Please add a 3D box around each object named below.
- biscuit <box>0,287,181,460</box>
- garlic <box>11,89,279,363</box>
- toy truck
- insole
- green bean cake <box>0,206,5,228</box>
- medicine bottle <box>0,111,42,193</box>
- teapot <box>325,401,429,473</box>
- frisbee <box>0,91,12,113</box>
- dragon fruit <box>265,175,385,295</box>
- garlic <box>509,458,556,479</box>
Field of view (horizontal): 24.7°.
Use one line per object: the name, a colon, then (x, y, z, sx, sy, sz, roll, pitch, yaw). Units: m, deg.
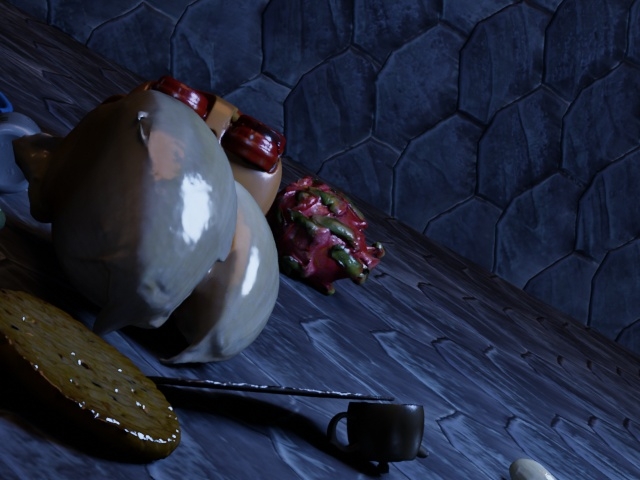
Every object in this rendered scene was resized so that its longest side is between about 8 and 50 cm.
biscuit: (-0.186, 0.103, 1.115, 0.188, 0.027, 0.188, 38, 7, -6)
garlic: (-0.164, -0.008, 1.438, 0.249, 0.286, 0.313, -23, 29, -22)
toy truck: (-0.189, -0.113, 2.000, 0.265, 0.189, 0.239, 30, -1, -11)
insole: (-0.049, 0.138, 1.343, 0.111, 0.007, 0.328, -4, -11, 38)
green bean cake: (-0.376, -0.052, 1.225, 0.185, 0.094, 0.183, 41, 11, 30)
medicine bottle: (-0.353, -0.104, 1.656, 0.080, 0.080, 0.130, 29, 8, -17)
teapot: (0.056, 0.192, 1.415, 0.121, 0.068, 0.076, 7, -8, -34)
frisbee: (-0.510, -0.212, 1.871, 0.242, 0.045, 0.242, 31, 7, -4)
dragon fruit: (0.000, 0.000, 2.174, 0.172, 0.160, 0.166, 49, -24, 16)
garlic: (0.253, 0.285, 1.677, 0.083, 0.041, 0.053, 40, -4, 8)
